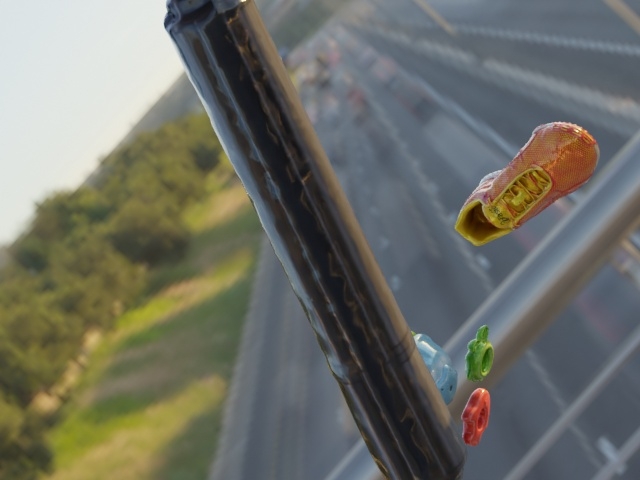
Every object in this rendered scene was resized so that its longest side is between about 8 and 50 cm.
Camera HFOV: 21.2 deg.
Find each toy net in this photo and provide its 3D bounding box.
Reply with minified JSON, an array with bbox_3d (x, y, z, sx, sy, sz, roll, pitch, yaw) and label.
[{"bbox_3d":[0.080,0.180,1.288,0.122,0.045,0.232,-15,-67,-61],"label":"toy net"}]

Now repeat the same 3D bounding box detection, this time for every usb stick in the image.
[{"bbox_3d":[0.000,0.000,0.832,0.045,0.278,0.077,-24,16,7],"label":"usb stick"}]

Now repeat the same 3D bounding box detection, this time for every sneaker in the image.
[{"bbox_3d":[0.174,-0.041,1.422,0.067,0.064,0.175,-54,4,-34],"label":"sneaker"}]
